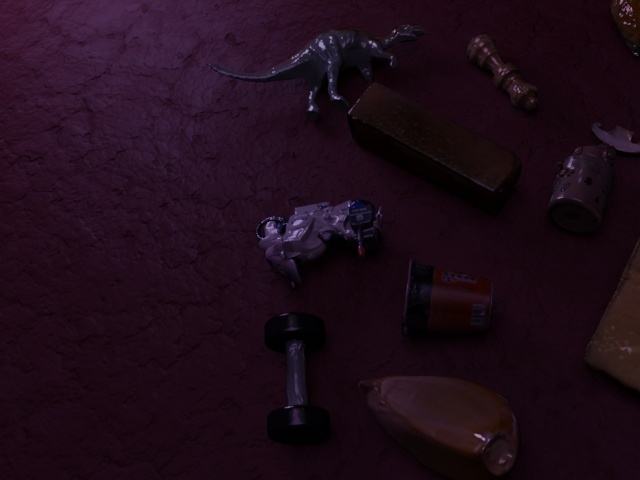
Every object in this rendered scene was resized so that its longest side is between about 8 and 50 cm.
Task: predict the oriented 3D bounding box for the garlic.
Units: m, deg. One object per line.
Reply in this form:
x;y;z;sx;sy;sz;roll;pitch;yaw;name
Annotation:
0.180;0.267;1.482;0.244;0.164;0.145;21;85;27;garlic

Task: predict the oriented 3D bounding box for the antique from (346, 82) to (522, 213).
0.194;-0.156;1.738;0.310;0.093;0.087;31;72;24;antique

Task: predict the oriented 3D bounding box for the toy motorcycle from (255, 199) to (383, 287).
0.000;0.000;1.697;0.221;0.102;0.150;-11;49;6;toy motorcycle

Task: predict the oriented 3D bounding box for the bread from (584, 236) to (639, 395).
0.542;0.131;1.470;0.263;0.198;0.236;26;77;20;bread

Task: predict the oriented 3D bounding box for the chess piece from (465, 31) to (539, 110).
0.328;-0.294;1.809;0.060;0.060;0.172;-32;63;-6;chess piece

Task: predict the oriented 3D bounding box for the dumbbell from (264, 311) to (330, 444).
-0.037;0.216;1.587;0.100;0.100;0.191;-7;62;8;dumbbell

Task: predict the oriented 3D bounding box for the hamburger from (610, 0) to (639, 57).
0.577;-0.380;1.783;0.176;0.087;0.102;40;75;24;hamburger

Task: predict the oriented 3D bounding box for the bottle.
0.431;-0.095;1.664;0.098;0.099;0.152;14;60;18;bottle

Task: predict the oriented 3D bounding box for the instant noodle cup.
0.199;0.096;1.597;0.135;0.127;0.127;6;64;6;instant noodle cup

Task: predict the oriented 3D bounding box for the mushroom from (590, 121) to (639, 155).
0.505;-0.171;1.726;0.101;0.019;0.049;31;73;22;mushroom

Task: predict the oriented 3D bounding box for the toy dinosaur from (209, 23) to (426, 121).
-0.004;-0.311;1.864;0.392;0.092;0.206;-1;62;12;toy dinosaur
